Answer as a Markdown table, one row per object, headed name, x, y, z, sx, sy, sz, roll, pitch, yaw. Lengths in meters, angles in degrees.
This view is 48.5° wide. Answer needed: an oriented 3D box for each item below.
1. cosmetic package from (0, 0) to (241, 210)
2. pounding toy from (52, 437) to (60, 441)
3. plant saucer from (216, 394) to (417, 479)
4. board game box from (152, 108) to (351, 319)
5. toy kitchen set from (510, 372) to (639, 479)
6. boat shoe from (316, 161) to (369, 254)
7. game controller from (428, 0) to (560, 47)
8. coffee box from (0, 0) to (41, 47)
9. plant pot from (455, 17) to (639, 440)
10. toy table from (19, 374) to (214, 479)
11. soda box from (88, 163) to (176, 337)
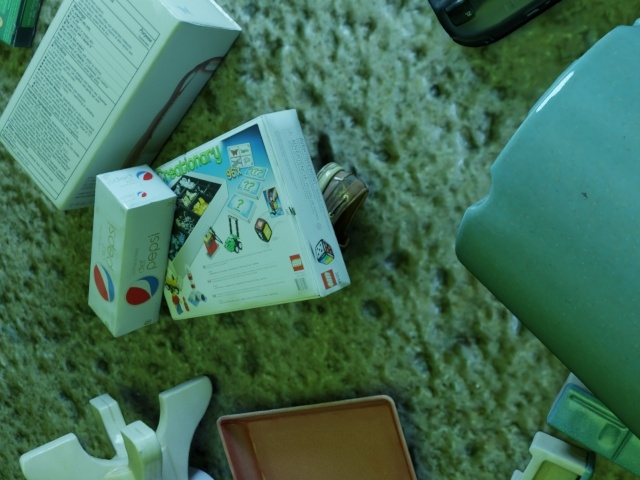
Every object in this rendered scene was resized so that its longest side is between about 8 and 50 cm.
| name | x | y | z | sx | sy | sz | roll | pitch | yaw |
| --- | --- | --- | --- | --- | --- | --- | --- | --- | --- |
| cosmetic package | -0.254 | -0.195 | 0.876 | 0.153 | 0.129 | 0.296 | 49 | 117 | 11 |
| pounding toy | -0.416 | 0.435 | 1.058 | 0.183 | 0.110 | 0.237 | 34 | 90 | 18 |
| plant saucer | 0.016 | 0.323 | 0.900 | 0.259 | 0.048 | 0.258 | -15 | 94 | 27 |
| board game box | -0.110 | -0.015 | 0.830 | 0.305 | 0.053 | 0.193 | -13 | 95 | 49 |
| toy kitchen set | 0.250 | 0.271 | 0.706 | 0.122 | 0.166 | 0.207 | 28 | 112 | 18 |
| boat shoe | 0.000 | 0.000 | 0.829 | 0.060 | 0.064 | 0.178 | 31 | 110 | 19 |
| game controller | 0.229 | -0.325 | 0.660 | 0.319 | 0.067 | 0.166 | -30 | 73 | 27 |
| coffee box | -0.471 | -0.361 | 0.995 | 0.184 | 0.040 | 0.113 | 31 | 112 | 17 |
| plant pot | 0.309 | 0.022 | 0.551 | 0.334 | 0.341 | 0.341 | 41 | 115 | 21 |
| toy table | -0.235 | 0.297 | 0.921 | 0.274 | 0.252 | 0.161 | -5 | 104 | 49 |
| soda box | -0.238 | 0.017 | 0.887 | 0.074 | 0.069 | 0.216 | 43 | 134 | 29 |
